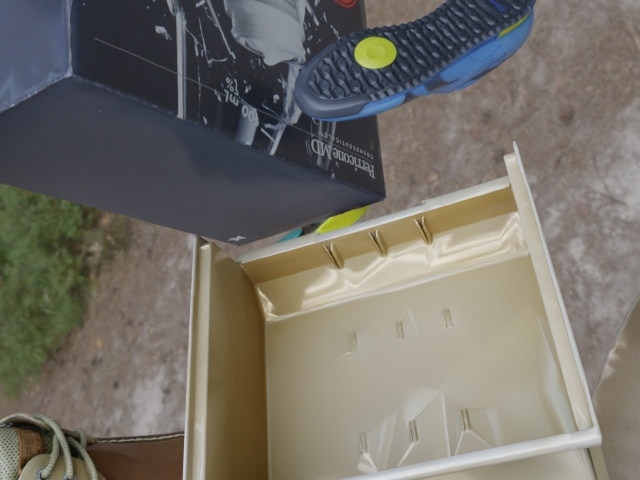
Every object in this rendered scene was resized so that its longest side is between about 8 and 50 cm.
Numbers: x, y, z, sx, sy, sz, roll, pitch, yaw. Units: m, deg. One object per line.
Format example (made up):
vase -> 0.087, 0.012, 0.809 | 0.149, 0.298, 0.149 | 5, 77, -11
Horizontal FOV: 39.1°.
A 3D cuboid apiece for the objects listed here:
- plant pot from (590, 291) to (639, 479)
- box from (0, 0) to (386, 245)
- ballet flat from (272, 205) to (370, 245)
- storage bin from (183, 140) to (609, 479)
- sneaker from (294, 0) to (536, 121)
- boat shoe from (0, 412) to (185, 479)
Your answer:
plant pot -> 0.310, 0.168, 0.660 | 0.284, 0.191, 0.284 | 20, -90, -82
box -> -0.121, -0.189, 0.739 | 0.179, 0.343, 0.312 | -16, 71, 35
ballet flat -> 0.000, 0.000, 1.120 | 0.231, 0.077, 0.077 | -43, 14, -7
storage bin -> 0.048, 0.078, 0.659 | 0.262, 0.123, 0.260 | -16, 49, 14
sneaker -> 0.077, -0.132, 0.700 | 0.209, 0.082, 0.069 | -28, 64, -15
boat shoe -> -0.204, 0.189, 0.633 | 0.122, 0.324, 0.120 | 37, 131, 50
